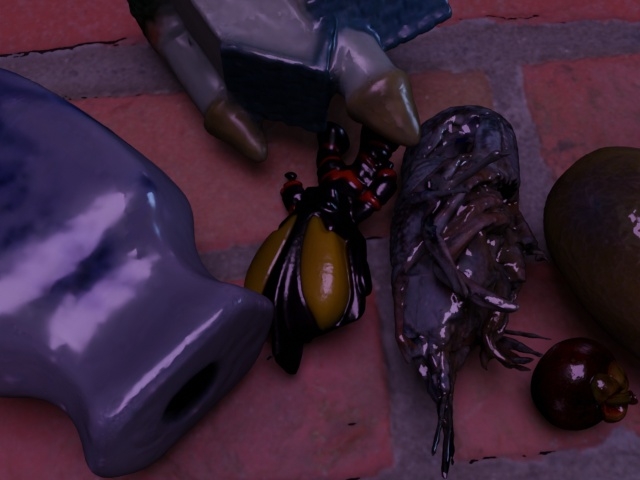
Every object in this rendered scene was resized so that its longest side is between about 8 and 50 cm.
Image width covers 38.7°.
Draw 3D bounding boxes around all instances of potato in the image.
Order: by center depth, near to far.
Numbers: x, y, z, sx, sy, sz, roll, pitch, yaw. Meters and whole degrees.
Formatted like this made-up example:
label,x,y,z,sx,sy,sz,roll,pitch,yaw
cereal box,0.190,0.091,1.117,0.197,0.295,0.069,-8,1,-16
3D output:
label,x,y,z,sx,sy,sz,roll,pitch,yaw
potato,0.297,0.031,0.765,0.174,0.159,0.251,-21,57,-34

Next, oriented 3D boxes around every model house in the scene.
label,x,y,z,sx,sy,sz,roll,pitch,yaw
model house,-0.006,-0.193,0.869,0.267,0.194,0.325,-29,70,-13

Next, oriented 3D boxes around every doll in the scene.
label,x,y,z,sx,sy,sz,roll,pitch,yaw
doll,-0.003,-0.001,0.830,0.088,0.127,0.248,30,67,-22

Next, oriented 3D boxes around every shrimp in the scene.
label,x,y,z,sx,sy,sz,roll,pitch,yaw
shrimp,0.119,0.008,0.773,0.137,0.172,0.372,-15,47,14

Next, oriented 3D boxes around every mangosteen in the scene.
label,x,y,z,sx,sy,sz,roll,pitch,yaw
mangosteen,0.218,0.124,0.771,0.081,0.081,0.081,0,64,0

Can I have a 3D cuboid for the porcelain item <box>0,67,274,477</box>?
label,x,y,z,sx,sy,sz,roll,pitch,yaw
porcelain item,-0.245,0.000,0.776,0.405,0.178,0.242,39,70,20
